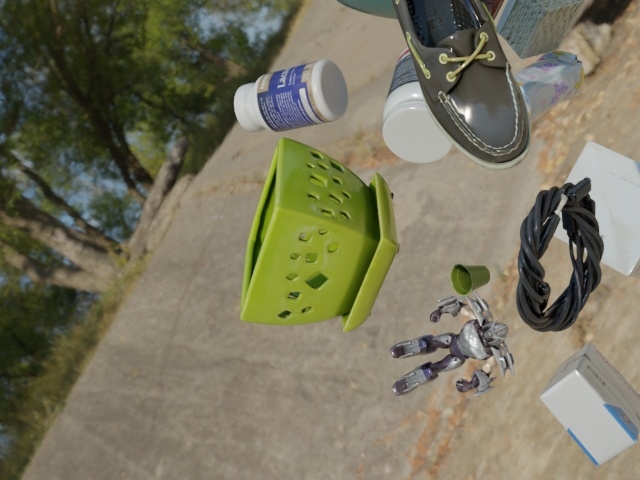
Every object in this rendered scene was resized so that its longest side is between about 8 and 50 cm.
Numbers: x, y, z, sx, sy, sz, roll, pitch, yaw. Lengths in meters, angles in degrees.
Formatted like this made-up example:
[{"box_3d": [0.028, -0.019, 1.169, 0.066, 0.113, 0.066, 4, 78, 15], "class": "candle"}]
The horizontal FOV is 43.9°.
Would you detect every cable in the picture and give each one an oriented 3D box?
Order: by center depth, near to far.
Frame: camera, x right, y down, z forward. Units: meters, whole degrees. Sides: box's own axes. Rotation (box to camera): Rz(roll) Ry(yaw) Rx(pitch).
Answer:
[{"box_3d": [0.265, 0.028, 0.878, 0.150, 0.047, 0.185, -31, -55, -41], "class": "cable"}]

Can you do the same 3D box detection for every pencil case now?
[{"box_3d": [0.452, -0.316, 1.684, 0.273, 0.114, 0.124, -32, 9, -38], "class": "pencil case"}]

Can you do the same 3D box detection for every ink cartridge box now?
[{"box_3d": [0.477, 0.278, 1.384, 0.086, 0.148, 0.203, -45, -13, 23], "class": "ink cartridge box"}]

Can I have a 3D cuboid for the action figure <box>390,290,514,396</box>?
[{"box_3d": [0.245, 0.204, 1.471, 0.285, 0.099, 0.186, -34, 64, 49], "class": "action figure"}]

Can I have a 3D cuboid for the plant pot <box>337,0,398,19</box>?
[{"box_3d": [0.177, -0.471, 1.267, 0.290, 0.195, 0.290, -55, -13, -19], "class": "plant pot"}]

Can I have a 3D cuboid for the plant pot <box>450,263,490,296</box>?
[{"box_3d": [0.385, 0.094, 2.013, 0.083, 0.079, 0.083, 21, 115, 54], "class": "plant pot"}]

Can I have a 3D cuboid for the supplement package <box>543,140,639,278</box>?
[{"box_3d": [0.615, -0.049, 1.585, 0.262, 0.199, 0.198, 9, -69, -52], "class": "supplement package"}]

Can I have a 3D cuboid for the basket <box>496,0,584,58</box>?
[{"box_3d": [0.459, -0.474, 1.661, 0.113, 0.103, 0.167, -19, -24, -16], "class": "basket"}]

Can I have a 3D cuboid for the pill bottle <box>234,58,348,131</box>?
[{"box_3d": [-0.077, -0.355, 2.002, 0.264, 0.153, 0.153, -7, 41, 31], "class": "pill bottle"}]

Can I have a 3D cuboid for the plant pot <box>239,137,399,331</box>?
[{"box_3d": [0.000, 0.000, 1.275, 0.227, 0.207, 0.228, -90, 16, -55], "class": "plant pot"}]

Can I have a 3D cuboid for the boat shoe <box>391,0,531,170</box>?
[{"box_3d": [0.116, -0.168, 0.697, 0.081, 0.228, 0.068, -26, -16, 6], "class": "boat shoe"}]

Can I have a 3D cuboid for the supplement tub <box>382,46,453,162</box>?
[{"box_3d": [0.255, -0.337, 1.913, 0.191, 0.191, 0.272, 124, 168, -49], "class": "supplement tub"}]

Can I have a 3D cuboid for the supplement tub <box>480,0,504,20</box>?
[{"box_3d": [0.120, -0.322, 0.916, 0.106, 0.197, 0.106, -159, 90, -88], "class": "supplement tub"}]
